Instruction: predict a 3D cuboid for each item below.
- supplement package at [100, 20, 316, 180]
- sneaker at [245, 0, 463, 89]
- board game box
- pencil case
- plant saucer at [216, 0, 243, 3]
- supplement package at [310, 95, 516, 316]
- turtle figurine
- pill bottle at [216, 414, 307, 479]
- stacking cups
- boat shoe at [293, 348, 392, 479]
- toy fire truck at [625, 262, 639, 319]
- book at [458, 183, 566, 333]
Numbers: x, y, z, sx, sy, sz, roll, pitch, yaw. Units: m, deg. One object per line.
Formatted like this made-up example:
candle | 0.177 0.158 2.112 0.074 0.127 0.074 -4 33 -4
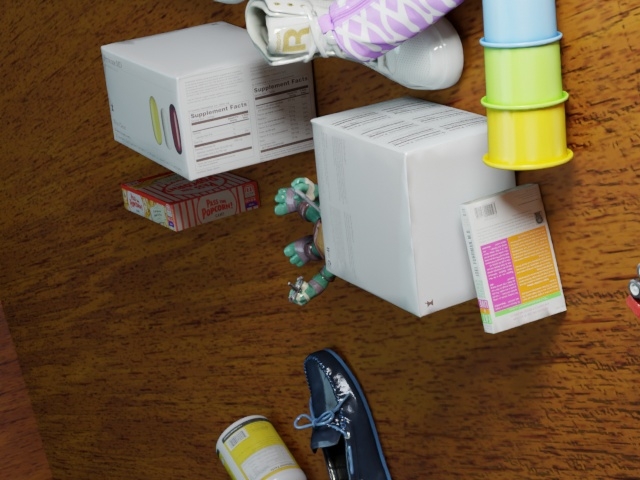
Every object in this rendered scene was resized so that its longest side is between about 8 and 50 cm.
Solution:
supplement package | -0.158 -0.202 2.028 0.262 0.204 0.145 27 128 56
sneaker | 0.025 -0.231 1.709 0.292 0.169 0.108 31 130 51
board game box | -0.203 -0.069 2.253 0.193 0.146 0.045 21 123 57
pencil case | 0.100 -0.271 1.553 0.206 0.088 0.086 -35 69 34
plant saucer | -0.215 -0.501 1.980 0.400 0.100 0.400 40 167 11
supplement package | 0.109 -0.046 1.672 0.203 0.149 0.194 25 127 56
turtle figurine | 0.000 0.000 1.945 0.234 0.118 0.175 -144 58 -72
pill bottle | -0.085 0.378 2.332 0.184 0.103 0.103 53 147 34
stacking cups | 0.207 -0.235 1.470 0.096 0.096 0.316 21 118 57
boat shoe | 0.028 0.281 2.078 0.258 0.089 0.109 66 152 14
toy fire truck | 0.357 0.069 1.384 0.135 0.047 0.192 54 146 32
book | 0.208 0.019 1.582 0.035 0.096 0.144 5 109 62
